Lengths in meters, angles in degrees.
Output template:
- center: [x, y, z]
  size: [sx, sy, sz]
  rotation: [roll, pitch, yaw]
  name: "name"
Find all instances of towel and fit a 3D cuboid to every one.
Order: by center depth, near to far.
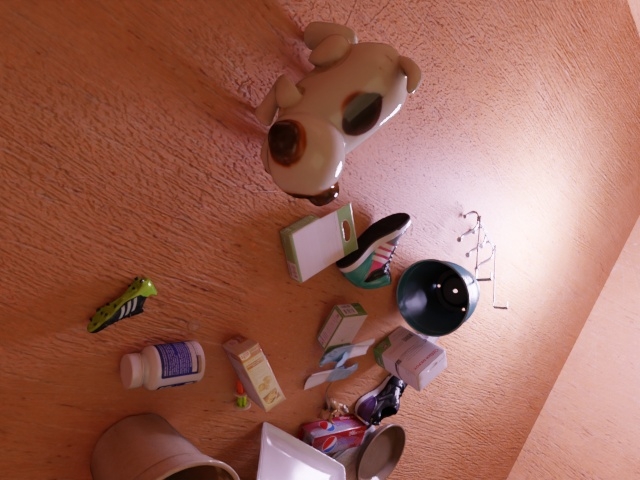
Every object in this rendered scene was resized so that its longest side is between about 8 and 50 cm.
- center: [0.115, 0.895, 2.030]
  size: [0.332, 0.053, 0.317]
  rotation: [-34, 126, -24]
  name: "towel"

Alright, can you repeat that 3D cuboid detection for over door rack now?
- center: [0.614, 0.080, 1.999]
  size: [0.239, 0.108, 0.324]
  rotation: [46, 35, -42]
  name: "over door rack"

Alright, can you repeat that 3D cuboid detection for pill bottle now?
- center: [-0.399, 0.318, 1.318]
  size: [0.186, 0.112, 0.112]
  rotation: [2, 106, -41]
  name: "pill bottle"

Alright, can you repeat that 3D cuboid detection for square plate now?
- center: [-0.061, 0.768, 1.590]
  size: [0.347, 0.344, 0.049]
  rotation: [36, 111, -17]
  name: "square plate"

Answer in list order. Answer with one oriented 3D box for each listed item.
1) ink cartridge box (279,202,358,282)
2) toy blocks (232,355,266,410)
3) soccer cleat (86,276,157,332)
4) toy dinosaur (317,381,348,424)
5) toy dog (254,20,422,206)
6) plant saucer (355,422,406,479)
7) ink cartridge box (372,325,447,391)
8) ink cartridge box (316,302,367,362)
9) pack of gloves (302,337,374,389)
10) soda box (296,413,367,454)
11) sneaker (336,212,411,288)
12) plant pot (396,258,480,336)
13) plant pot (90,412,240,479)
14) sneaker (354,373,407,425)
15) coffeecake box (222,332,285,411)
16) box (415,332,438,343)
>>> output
- center: [0.000, 0.000, 1.564]
  size: [0.235, 0.056, 0.171]
  rotation: [-31, 125, -30]
  name: "ink cartridge box"
- center: [-0.207, 0.423, 1.563]
  size: [0.123, 0.054, 0.148]
  rotation: [-14, 116, -36]
  name: "toy blocks"
- center: [-0.466, 0.163, 1.236]
  size: [0.179, 0.060, 0.072]
  rotation: [-44, 131, -22]
  name: "soccer cleat"
- center: [0.033, 0.578, 1.836]
  size: [0.112, 0.064, 0.211]
  rotation: [-65, 145, -24]
  name: "toy dinosaur"
- center: [0.024, -0.275, 1.258]
  size: [0.408, 0.395, 0.284]
  rotation: [-55, 142, -20]
  name: "toy dog"
- center: [0.232, 0.838, 2.044]
  size: [0.278, 0.041, 0.278]
  rotation: [-19, 119, -38]
  name: "plant saucer"
- center: [0.327, 0.427, 1.901]
  size: [0.160, 0.219, 0.093]
  rotation: [-33, 125, -26]
  name: "ink cartridge box"
- center: [0.059, 0.304, 1.715]
  size: [0.109, 0.062, 0.209]
  rotation: [0, 128, -40]
  name: "ink cartridge box"
- center: [0.073, 0.431, 1.766]
  size: [0.232, 0.046, 0.195]
  rotation: [-5, 130, -39]
  name: "pack of gloves"
- center: [0.041, 0.696, 1.863]
  size: [0.263, 0.083, 0.092]
  rotation: [6, 104, -42]
  name: "soda box"
- center: [0.203, 0.055, 1.707]
  size: [0.295, 0.124, 0.178]
  rotation: [-38, 123, -13]
  name: "sneaker"
- center: [0.457, 0.195, 1.902]
  size: [0.255, 0.271, 0.272]
  rotation: [-3, 110, -54]
  name: "plant pot"
- center: [-0.413, 0.605, 1.292]
  size: [0.333, 0.305, 0.334]
  rotation: [-16, 117, -34]
  name: "plant pot"
- center: [0.273, 0.609, 1.994]
  size: [0.283, 0.124, 0.107]
  rotation: [-31, 125, -27]
  name: "sneaker"
- center: [-0.189, 0.366, 1.457]
  size: [0.068, 0.142, 0.185]
  rotation: [-30, 105, -24]
  name: "coffeecake box"
- center: [0.434, 0.367, 2.072]
  size: [0.324, 0.067, 0.063]
  rotation: [-48, 130, -14]
  name: "box"
